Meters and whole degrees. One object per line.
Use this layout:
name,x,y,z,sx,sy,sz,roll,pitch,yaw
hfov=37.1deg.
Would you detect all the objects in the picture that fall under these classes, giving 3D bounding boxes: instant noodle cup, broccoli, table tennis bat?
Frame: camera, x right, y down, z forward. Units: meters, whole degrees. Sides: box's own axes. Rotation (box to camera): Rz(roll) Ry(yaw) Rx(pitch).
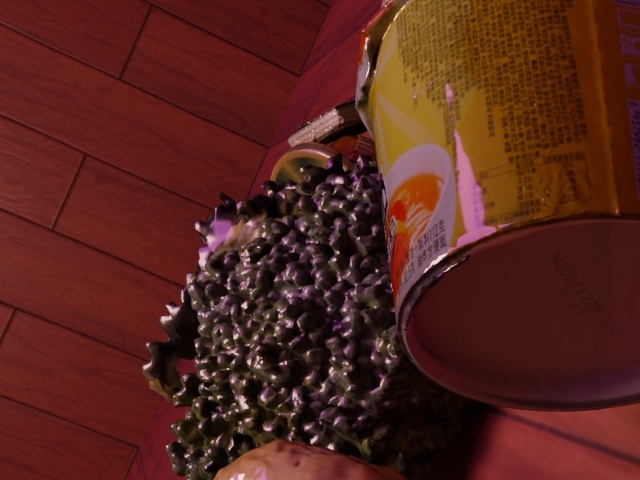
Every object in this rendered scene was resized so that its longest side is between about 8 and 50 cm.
instant noodle cup,0.150,-0.028,0.586,0.264,0.264,0.200,128,152,-48
broccoli,-0.011,0.093,0.903,0.272,0.324,0.334,97,163,-62
table tennis bat,0.000,0.000,1.392,0.050,0.198,0.321,-34,-32,-39

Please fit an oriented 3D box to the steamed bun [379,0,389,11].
steamed bun,0.159,-0.255,0.953,0.170,0.200,0.225,-122,43,-62

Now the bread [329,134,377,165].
bread,0.048,-0.086,1.437,0.190,0.114,0.132,145,145,-77

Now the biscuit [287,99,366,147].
biscuit,0.051,-0.185,1.462,0.121,0.040,0.199,-25,-1,43

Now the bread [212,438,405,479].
bread,0.009,0.263,0.720,0.134,0.244,0.244,-16,-37,-53
